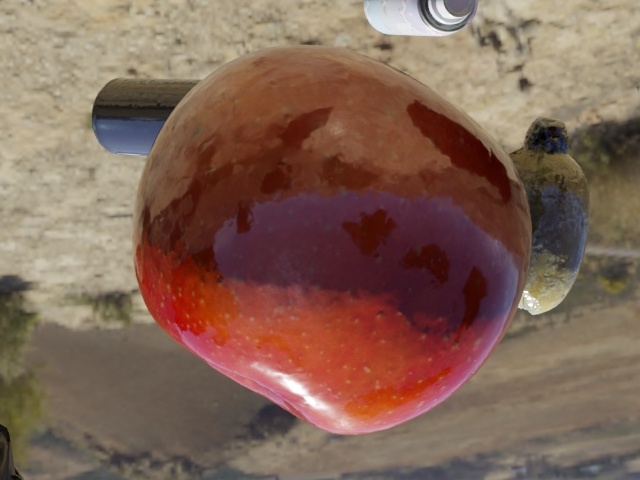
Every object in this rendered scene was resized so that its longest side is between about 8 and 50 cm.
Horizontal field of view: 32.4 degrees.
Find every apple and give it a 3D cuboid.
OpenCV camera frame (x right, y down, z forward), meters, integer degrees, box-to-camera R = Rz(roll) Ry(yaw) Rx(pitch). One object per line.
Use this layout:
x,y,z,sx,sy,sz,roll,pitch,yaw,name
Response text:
0.000,0.000,0.727,0.260,0.216,0.260,28,171,5,apple

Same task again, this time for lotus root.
0.208,-0.026,1.075,0.113,0.192,0.088,20,-159,38,lotus root

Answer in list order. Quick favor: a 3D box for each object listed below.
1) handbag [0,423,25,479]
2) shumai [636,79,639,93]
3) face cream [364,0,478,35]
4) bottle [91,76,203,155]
-0.335,0.118,0.622,0.342,0.152,0.288,19,173,-9,handbag
0.262,-0.195,0.705,0.204,0.272,0.222,-34,-168,20,shumai
0.114,-0.268,1.238,0.075,0.075,0.229,-2,-169,-13,face cream
-0.090,-0.108,0.970,0.244,0.082,0.072,7,141,34,bottle
